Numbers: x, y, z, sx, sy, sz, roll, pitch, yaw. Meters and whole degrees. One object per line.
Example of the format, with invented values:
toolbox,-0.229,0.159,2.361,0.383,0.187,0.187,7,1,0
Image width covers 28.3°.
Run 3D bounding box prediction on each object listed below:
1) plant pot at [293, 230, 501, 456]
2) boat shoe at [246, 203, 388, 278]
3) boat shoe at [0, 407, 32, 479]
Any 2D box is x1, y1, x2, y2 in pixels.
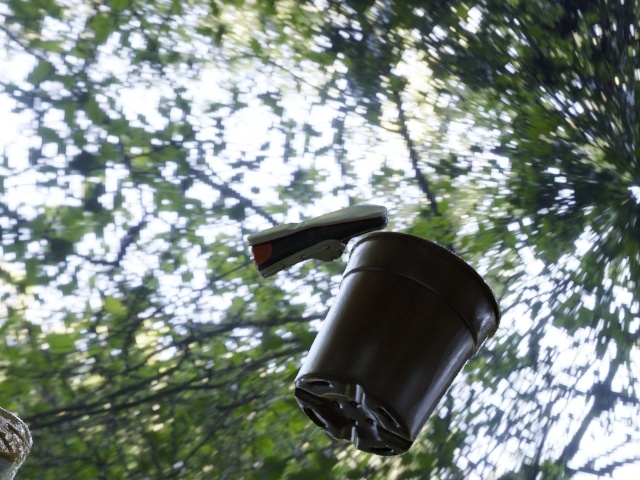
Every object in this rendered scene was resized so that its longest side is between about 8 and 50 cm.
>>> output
plant pot,0.066,0.107,1.221,0.167,0.167,0.165,25,-121,12
boat shoe,0.000,0.000,1.150,0.137,0.049,0.043,-15,-80,15
boat shoe,-0.410,0.169,1.161,0.277,0.098,0.096,26,-71,-8
